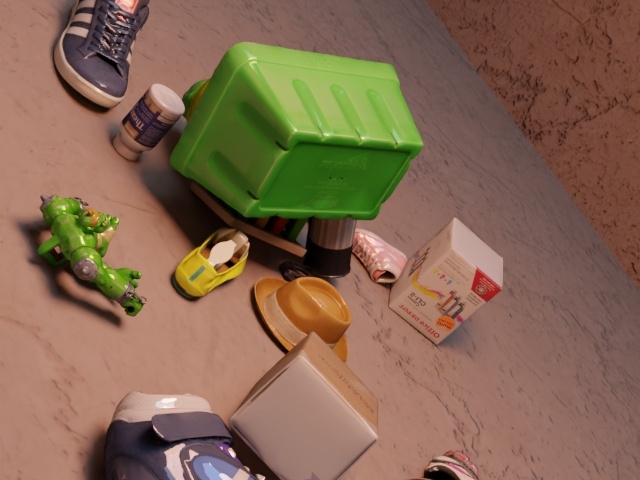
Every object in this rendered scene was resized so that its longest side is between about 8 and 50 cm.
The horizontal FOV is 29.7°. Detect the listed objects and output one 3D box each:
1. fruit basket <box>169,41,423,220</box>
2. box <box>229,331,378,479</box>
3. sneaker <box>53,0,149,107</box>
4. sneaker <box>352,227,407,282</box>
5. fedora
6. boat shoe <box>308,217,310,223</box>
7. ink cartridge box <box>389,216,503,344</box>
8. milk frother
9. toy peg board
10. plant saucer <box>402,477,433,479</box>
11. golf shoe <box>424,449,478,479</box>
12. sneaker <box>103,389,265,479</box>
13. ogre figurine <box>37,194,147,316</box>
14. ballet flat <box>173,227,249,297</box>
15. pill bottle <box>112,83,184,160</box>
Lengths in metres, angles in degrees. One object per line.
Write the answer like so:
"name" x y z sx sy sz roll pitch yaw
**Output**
"fruit basket" -0.074 -0.199 1.938 0.392 0.283 0.392 24 30 -15
"box" -0.013 0.220 1.557 0.148 0.121 0.311 47 2 0
"sneaker" -0.353 -0.362 2.028 0.131 0.148 0.350 30 28 -30
"sneaker" 0.095 0.031 2.239 0.134 0.051 0.070 29 46 -6
"fedora" -0.013 0.112 1.903 0.194 0.079 0.194 35 26 -20
"boat shoe" 0.019 -0.009 2.182 0.045 0.050 0.135 19 34 -35
"ink cartridge box" 0.231 0.077 2.234 0.128 0.176 0.127 39 27 -13
"milk frother" 0.000 0.000 2.031 0.129 0.135 0.143 5 27 -6
"toy peg board" -0.104 -0.062 1.971 0.160 0.079 0.161 25 9 -38
"plant saucer" 0.166 0.414 1.731 0.168 0.029 0.168 20 32 -13
"golf shoe" 0.239 0.400 1.848 0.186 0.068 0.086 34 29 28
"sneaker" -0.106 0.282 1.423 0.322 0.130 0.236 24 35 -29
"ogre figurine" -0.307 0.009 1.591 0.118 0.096 0.197 38 34 -61
"ballet flat" -0.149 0.022 1.833 0.077 0.077 0.231 44 24 0
"pill bottle" -0.274 -0.184 1.904 0.067 0.120 0.067 35 26 -20
